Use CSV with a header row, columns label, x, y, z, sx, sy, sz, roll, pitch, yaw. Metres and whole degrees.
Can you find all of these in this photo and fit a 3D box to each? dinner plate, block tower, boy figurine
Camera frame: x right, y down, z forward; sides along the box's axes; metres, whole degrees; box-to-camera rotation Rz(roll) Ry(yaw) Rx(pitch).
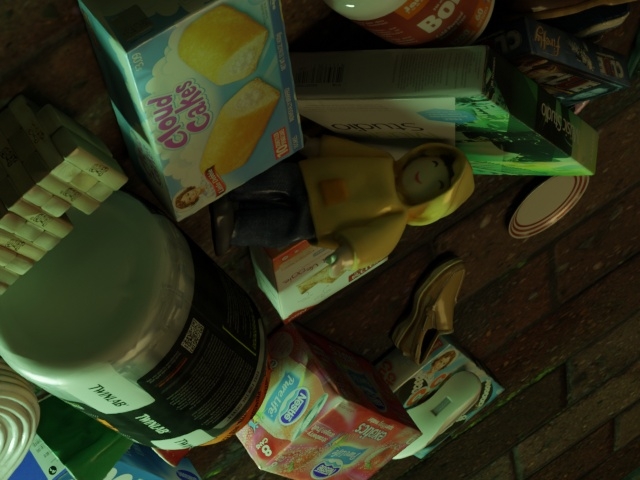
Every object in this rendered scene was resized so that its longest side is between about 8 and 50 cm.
label,x,y,z,sx,sy,sz,roll,pitch,yaw
dinner plate,0.321,-0.057,2.029,0.141,0.017,0.141,-27,150,-17
block tower,-0.336,0.012,1.295,0.335,0.091,0.097,-40,152,7
boy figurine,0.024,-0.040,1.489,0.285,0.177,0.092,-4,145,-5

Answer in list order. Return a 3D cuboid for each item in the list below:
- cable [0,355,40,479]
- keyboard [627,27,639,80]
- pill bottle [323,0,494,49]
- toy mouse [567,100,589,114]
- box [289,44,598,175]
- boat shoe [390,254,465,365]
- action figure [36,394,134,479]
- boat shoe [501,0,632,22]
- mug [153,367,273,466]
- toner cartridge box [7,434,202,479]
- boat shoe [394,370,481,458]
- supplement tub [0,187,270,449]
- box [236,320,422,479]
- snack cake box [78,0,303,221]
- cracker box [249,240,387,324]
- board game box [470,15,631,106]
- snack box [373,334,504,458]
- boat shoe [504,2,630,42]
label,x,y,z,sx,sy,sz,roll,pitch,yaw
cable,-0.421,0.209,1.495,0.257,0.089,0.257,-43,152,12
keyboard,0.542,-0.324,1.865,0.317,0.033,0.201,-27,150,-20
pill bottle,0.067,-0.251,1.326,0.121,0.121,0.216,-46,151,17
toy mouse,0.316,-0.196,1.796,0.143,0.031,0.161,-22,149,-26
box,0.131,-0.130,1.501,0.322,0.232,0.058,19,76,-58
boat shoe,0.168,0.104,2.034,0.068,0.072,0.190,-15,145,-35
action figure,-0.219,0.177,1.670,0.232,0.137,0.063,-40,159,-15
boat shoe,0.277,-0.288,1.583,0.207,0.073,0.073,-20,110,-36
mug,-0.157,0.173,1.765,0.169,0.150,0.113,-41,116,-2
toner cartridge box,-0.287,0.326,1.845,0.165,0.075,0.348,-38,153,5
boat shoe,0.171,0.271,2.182,0.184,0.066,0.063,-44,152,-8
supplement tub,-0.181,0.095,1.475,0.207,0.207,0.338,-38,151,1
box,-0.001,0.238,1.968,0.154,0.142,0.300,-40,152,8
snack cake box,-0.112,-0.150,1.302,0.152,0.089,0.264,-34,151,-14
cracker box,0.000,0.000,1.655,0.155,0.067,0.232,-32,162,-9
board game box,0.221,-0.186,1.604,0.165,0.042,0.243,-16,167,36
snack box,0.165,0.240,2.252,0.187,0.060,0.322,-41,152,6
boat shoe,0.280,-0.239,1.651,0.183,0.066,0.066,-15,151,-31
